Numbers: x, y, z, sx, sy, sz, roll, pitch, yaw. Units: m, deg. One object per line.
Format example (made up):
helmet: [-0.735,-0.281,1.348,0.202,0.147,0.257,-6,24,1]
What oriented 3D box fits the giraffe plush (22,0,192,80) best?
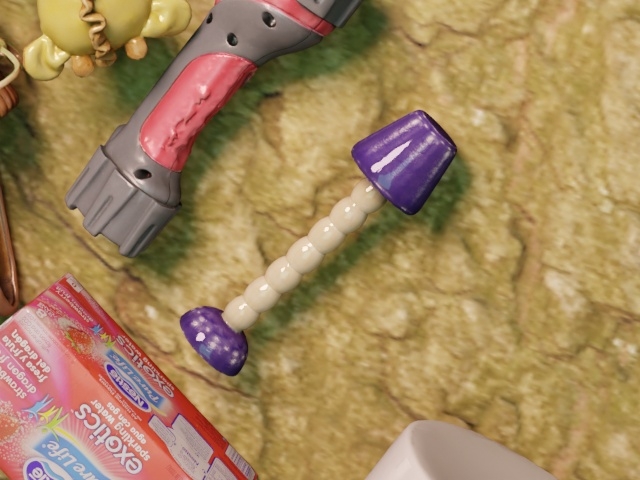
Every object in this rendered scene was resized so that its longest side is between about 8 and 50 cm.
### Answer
giraffe plush: [-0.184,-0.226,1.123,0.181,0.210,0.170,-9,119,22]

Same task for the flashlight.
flashlight: [-0.086,-0.121,1.170,0.103,0.103,0.304,37,102,-5]

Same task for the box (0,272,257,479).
box: [-0.188,0.169,1.227,0.122,0.128,0.257,-41,95,12]

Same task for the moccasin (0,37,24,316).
moccasin: [-0.304,-0.114,1.176,0.147,0.139,0.380,1,102,5]

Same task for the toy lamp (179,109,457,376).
toy lamp: [0.000,0.000,1.196,0.080,0.080,0.274,45,102,-4]

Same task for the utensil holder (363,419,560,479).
utensil holder: [0.083,0.384,1.143,0.327,0.327,0.385,33,102,-1]
